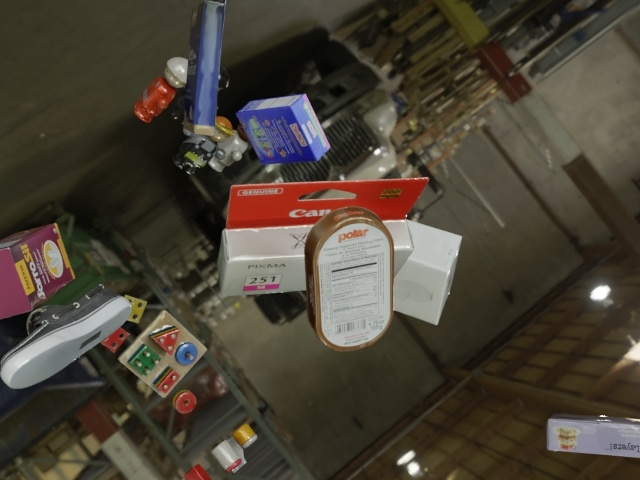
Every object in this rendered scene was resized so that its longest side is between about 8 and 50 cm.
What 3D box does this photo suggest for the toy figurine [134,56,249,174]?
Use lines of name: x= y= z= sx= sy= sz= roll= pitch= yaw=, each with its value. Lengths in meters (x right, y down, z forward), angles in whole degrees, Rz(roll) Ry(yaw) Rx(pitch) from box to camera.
toy figurine: x=-0.230 y=-0.245 z=1.430 sx=0.148 sy=0.209 sz=0.213 roll=-41 pitch=170 yaw=19

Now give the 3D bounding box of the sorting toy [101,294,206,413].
sorting toy: x=-0.314 y=0.226 z=1.452 sx=0.132 sy=0.274 sz=0.046 roll=-48 pitch=-151 yaw=-15

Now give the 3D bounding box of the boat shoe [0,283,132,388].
boat shoe: x=-0.347 y=0.116 z=0.970 sx=0.080 sy=0.076 sz=0.228 roll=-57 pitch=170 yaw=32

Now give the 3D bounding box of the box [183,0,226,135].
box: x=-0.174 y=-0.275 z=1.091 sx=0.037 sy=0.225 sz=0.136 roll=5 pitch=-170 yaw=-18

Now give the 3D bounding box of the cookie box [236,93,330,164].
cookie box: x=-0.053 y=-0.156 z=1.031 sx=0.107 sy=0.091 sz=0.040 roll=2 pitch=-139 yaw=39

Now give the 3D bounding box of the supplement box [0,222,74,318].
supplement box: x=-0.472 y=0.047 z=1.151 sx=0.081 sy=0.104 sz=0.188 roll=-14 pitch=-168 yaw=4

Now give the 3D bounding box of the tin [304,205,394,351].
tin: x=0.038 y=0.051 z=0.879 sx=0.106 sy=0.189 sz=0.040 roll=-12 pitch=-151 yaw=-17

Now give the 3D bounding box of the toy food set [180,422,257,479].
toy food set: x=-0.204 y=0.491 z=1.507 sx=0.232 sy=0.104 sz=0.111 roll=-45 pitch=169 yaw=22

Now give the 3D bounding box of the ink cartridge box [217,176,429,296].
ink cartridge box: x=0.000 y=0.000 z=1.032 sx=0.275 sy=0.060 sz=0.239 roll=-4 pitch=155 yaw=-13

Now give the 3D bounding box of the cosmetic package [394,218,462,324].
cosmetic package: x=0.228 y=0.072 z=1.890 sx=0.224 sy=0.225 sz=0.138 roll=91 pitch=21 yaw=-48

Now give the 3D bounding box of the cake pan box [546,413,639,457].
cake pan box: x=0.604 y=0.396 z=1.481 sx=0.267 sy=0.070 sz=0.246 roll=-1 pitch=172 yaw=19
